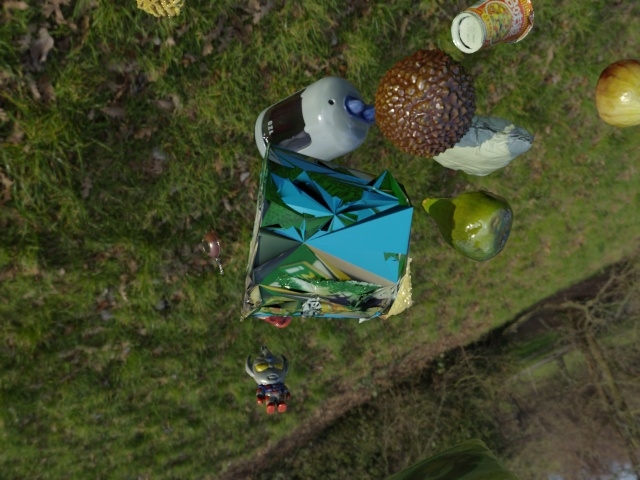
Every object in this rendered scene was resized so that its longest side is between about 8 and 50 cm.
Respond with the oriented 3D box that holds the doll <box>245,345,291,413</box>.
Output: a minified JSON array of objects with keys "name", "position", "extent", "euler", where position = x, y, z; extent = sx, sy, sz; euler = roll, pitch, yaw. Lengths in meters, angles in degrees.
[{"name":"doll","position":[-0.125,0.332,1.174],"extent":[0.104,0.194,0.062],"euler":[-15,128,-6]}]

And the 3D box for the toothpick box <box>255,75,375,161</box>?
[{"name":"toothpick box","position":[0.003,-0.355,1.479],"extent":[0.263,0.262,0.355],"euler":[17,158,-42]}]

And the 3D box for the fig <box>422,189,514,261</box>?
[{"name":"fig","position":[0.423,-0.061,1.434],"extent":[0.206,0.275,0.206],"euler":[-23,123,-39]}]

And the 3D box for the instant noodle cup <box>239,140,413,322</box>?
[{"name":"instant noodle cup","position":[0.000,0.000,0.620],"extent":[0.178,0.240,0.240],"euler":[8,145,-9]}]

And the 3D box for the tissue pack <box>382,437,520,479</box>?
[{"name":"tissue pack","position":[0.259,0.550,0.957],"extent":[0.287,0.162,0.388],"euler":[-26,168,0]}]

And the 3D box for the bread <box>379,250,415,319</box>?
[{"name":"bread","position":[0.168,0.066,1.270],"extent":[0.129,0.134,0.260],"euler":[-6,105,-4]}]

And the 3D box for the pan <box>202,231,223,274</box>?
[{"name":"pan","position":[-0.272,0.036,1.218],"extent":[0.023,0.115,0.068],"euler":[-22,-172,-39]}]

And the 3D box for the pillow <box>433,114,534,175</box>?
[{"name":"pillow","position":[0.449,-0.299,1.464],"extent":[0.284,0.138,0.310],"euler":[16,175,0]}]

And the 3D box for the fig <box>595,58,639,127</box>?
[{"name":"fig","position":[0.729,-0.318,1.124],"extent":[0.143,0.230,0.160],"euler":[-10,136,29]}]

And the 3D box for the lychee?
[{"name":"lychee","position":[0.258,-0.341,1.170],"extent":[0.268,0.267,0.267],"euler":[-11,149,-7]}]

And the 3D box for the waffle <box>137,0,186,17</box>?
[{"name":"waffle","position":[-0.377,-0.587,1.086],"extent":[0.051,0.194,0.149],"euler":[-46,146,-33]}]

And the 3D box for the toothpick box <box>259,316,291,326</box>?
[{"name":"toothpick box","position":[-0.089,0.138,0.925],"extent":[0.047,0.047,0.083],"euler":[-23,151,12]}]

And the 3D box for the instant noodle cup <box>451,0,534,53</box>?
[{"name":"instant noodle cup","position":[0.546,-0.703,1.558],"extent":[0.212,0.193,0.193],"euler":[-32,157,-24]}]
